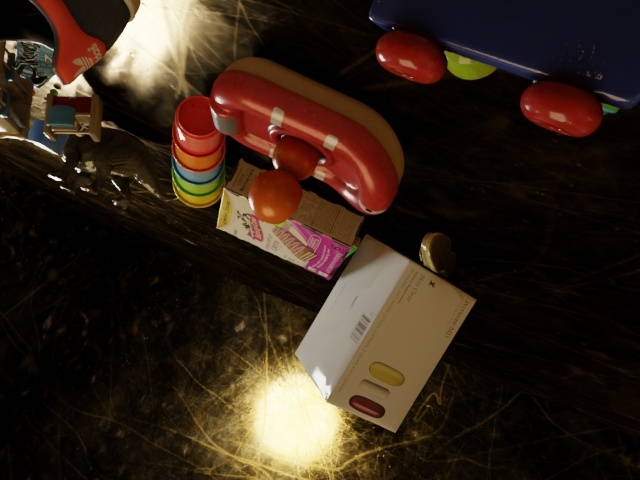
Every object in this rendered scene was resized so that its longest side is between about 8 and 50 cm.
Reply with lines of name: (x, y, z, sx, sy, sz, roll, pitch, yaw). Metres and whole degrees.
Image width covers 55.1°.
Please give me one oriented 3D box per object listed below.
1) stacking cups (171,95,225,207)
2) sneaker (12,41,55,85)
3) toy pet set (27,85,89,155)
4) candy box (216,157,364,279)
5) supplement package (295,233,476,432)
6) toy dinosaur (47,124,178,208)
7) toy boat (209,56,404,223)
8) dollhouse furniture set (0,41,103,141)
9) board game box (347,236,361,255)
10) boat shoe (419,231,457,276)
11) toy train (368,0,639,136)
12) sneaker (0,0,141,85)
stacking cups: (-0.189, -0.126, 0.952, 0.096, 0.096, 0.316, 26, 168, -6)
sneaker: (-0.389, -0.257, 0.848, 0.063, 0.073, 0.162, 27, 168, -8)
toy pet set: (-0.474, -0.217, 1.085, 0.122, 0.114, 0.065, 27, 167, -17)
candy box: (-0.058, -0.031, 1.077, 0.234, 0.071, 0.159, 25, 153, -1)
supplement package: (0.103, 0.152, 1.064, 0.145, 0.261, 0.204, 29, -177, -21)
toy dinosaur: (-0.409, -0.158, 1.166, 0.314, 0.160, 0.121, 15, 165, 13)
toy boat: (-0.027, -0.086, 0.678, 0.231, 0.151, 0.151, 25, 168, 1)
dollhouse furniture set: (-0.463, -0.246, 0.995, 0.184, 0.128, 0.129, 1, 168, -4)
board game box: (0.000, 0.000, 1.258, 0.124, 0.039, 0.259, 26, 169, -4)
boat shoe: (0.177, 0.020, 0.963, 0.048, 0.056, 0.153, 22, 177, 26)
toy train: (0.082, -0.143, 0.389, 0.248, 0.105, 0.143, 26, -171, 20)
sneaker: (-0.358, -0.266, 0.575, 0.350, 0.148, 0.131, 25, 168, -2)
